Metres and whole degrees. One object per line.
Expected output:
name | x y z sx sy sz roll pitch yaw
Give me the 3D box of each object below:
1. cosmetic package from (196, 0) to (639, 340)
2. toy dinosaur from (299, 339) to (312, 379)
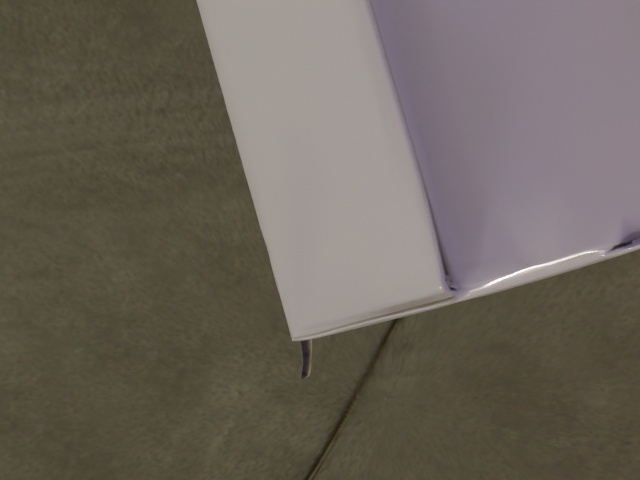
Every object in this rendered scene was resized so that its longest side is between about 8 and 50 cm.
cosmetic package | 0.048 -0.157 0.483 0.197 0.155 0.365 -12 85 -28
toy dinosaur | 0.000 0.000 1.104 0.118 0.064 0.268 -17 104 -35
